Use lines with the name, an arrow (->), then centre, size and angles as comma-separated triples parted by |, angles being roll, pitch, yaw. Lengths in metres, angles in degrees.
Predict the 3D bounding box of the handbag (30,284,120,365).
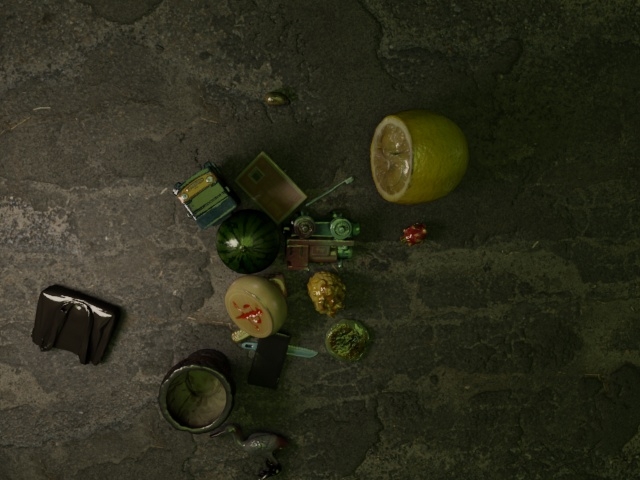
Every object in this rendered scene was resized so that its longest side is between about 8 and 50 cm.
handbag -> -0.924, 0.323, 1.741 | 0.285, 0.113, 0.257 | 21, 101, -8

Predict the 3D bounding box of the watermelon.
watermelon -> -0.263, 0.005, 1.702 | 0.242, 0.242, 0.243 | -1, 96, -6

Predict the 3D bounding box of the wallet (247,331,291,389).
wallet -> -0.205, 0.473, 1.852 | 0.124, 0.025, 0.245 | 14, 103, -10

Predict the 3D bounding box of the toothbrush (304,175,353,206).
toothbrush -> 0.035, -0.192, 1.826 | 0.219, 0.016, 0.019 | -30, 107, -3

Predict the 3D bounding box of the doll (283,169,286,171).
doll -> -0.181, -0.242, 1.788 | 0.114, 0.039, 0.057 | -24, 69, 7

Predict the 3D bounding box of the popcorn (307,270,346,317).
popcorn -> 0.025, 0.207, 1.794 | 0.170, 0.180, 0.180 | 14, 95, 29

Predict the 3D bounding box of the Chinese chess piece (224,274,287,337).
Chinese chess piece -> -0.243, 0.247, 1.737 | 0.250, 0.097, 0.251 | 18, 128, 24

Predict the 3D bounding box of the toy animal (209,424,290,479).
toy animal -> -0.260, 0.821, 1.863 | 0.324, 0.090, 0.195 | 44, 90, -10

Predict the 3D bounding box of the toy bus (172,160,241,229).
toy bus -> -0.389, -0.157, 1.635 | 0.161, 0.323, 0.194 | -35, 101, -1

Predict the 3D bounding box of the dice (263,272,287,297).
dice -> -0.180, 0.181, 1.804 | 0.094, 0.091, 0.093 | -12, 97, -3

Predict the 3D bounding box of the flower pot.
flower pot -> -0.442, 0.537, 1.728 | 0.266, 0.267, 0.267 | 0, 94, -6

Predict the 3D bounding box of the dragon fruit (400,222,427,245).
dragon fruit -> 0.368, -0.022, 1.845 | 0.116, 0.081, 0.086 | -14, 108, -5

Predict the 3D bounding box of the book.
book -> -0.190, -0.198, 1.776 | 0.170, 0.018, 0.242 | -41, 99, 20

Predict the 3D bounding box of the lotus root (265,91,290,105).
lotus root -> -0.160, -0.533, 1.752 | 0.099, 0.054, 0.049 | 8, 116, -5

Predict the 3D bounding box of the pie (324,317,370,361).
pie -> 0.110, 0.405, 1.882 | 0.186, 0.041, 0.187 | -1, 95, -6

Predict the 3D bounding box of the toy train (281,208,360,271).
toy train -> 0.000, 0.000, 1.787 | 0.303, 0.150, 0.222 | 1, 106, -7

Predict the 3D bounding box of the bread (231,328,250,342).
bread -> -0.310, 0.371, 1.841 | 0.087, 0.034, 0.049 | -29, 84, -6

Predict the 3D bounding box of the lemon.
lemon -> 0.377, -0.305, 1.699 | 0.363, 0.364, 0.365 | -1, 96, -6

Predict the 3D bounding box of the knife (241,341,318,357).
knife -> -0.162, 0.438, 1.873 | 0.312, 0.019, 0.045 | 11, 94, -9
